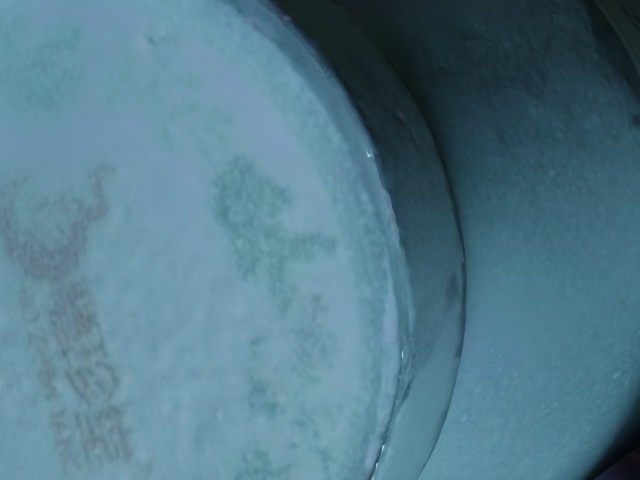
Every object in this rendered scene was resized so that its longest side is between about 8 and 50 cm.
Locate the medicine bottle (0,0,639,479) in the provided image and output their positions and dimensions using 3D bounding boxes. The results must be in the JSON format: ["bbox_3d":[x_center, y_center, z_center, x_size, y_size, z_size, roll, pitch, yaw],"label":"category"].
[{"bbox_3d":[0.000,0.000,0.576,0.245,0.290,0.245,5,101,26],"label":"medicine bottle"}]
